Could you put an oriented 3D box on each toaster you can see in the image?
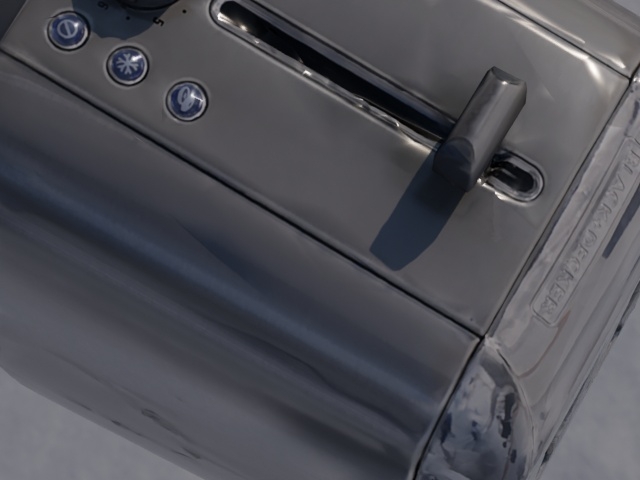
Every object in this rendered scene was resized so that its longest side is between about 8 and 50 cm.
[{"bbox_3d":[0.000,0.000,0.475,0.129,0.146,0.227,-57,-10,-18],"label":"toaster"}]
